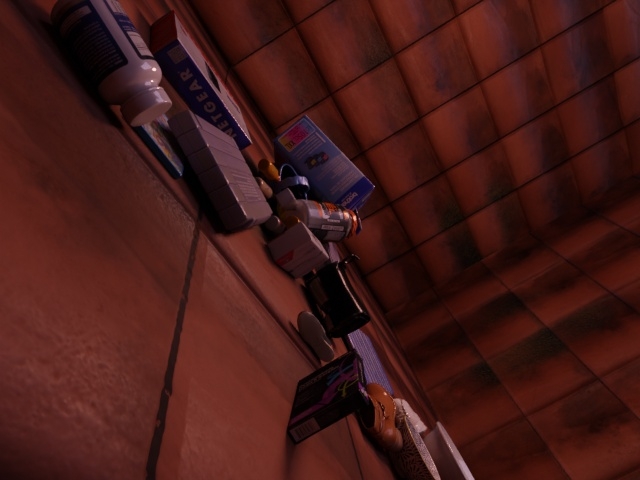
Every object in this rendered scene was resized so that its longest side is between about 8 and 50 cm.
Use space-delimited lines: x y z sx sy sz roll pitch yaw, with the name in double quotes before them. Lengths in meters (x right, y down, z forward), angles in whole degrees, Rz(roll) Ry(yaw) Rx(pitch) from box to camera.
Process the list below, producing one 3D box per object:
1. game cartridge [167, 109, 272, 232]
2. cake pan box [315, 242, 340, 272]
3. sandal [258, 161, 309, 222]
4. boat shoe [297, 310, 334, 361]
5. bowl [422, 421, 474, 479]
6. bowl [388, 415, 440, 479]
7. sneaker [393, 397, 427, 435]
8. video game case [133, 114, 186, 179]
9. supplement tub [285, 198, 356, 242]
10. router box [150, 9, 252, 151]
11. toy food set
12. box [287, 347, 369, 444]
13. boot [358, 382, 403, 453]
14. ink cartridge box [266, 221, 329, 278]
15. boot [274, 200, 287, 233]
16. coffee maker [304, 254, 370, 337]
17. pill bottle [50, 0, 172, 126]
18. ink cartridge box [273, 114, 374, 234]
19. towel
"game cartridge" -0.195 -0.133 0.926 0.355 0.068 0.230 -76 142 -85
"cake pan box" 0.033 0.098 1.418 0.246 0.070 0.266 -88 161 -76
"sandal" -0.111 -0.184 1.375 0.317 0.126 0.138 49 -39 46
"boat shoe" -0.012 0.202 0.930 0.137 0.049 0.043 60 2 -23
"bowl" 0.366 0.699 1.251 0.298 0.134 0.298 58 6 -9
"bowl" 0.221 0.537 1.078 0.170 0.080 0.170 59 6 -10
"sneaker" 0.261 0.562 1.365 0.115 0.090 0.232 54 -4 9
"video game case" -0.277 -0.185 0.756 0.119 0.015 0.166 56 6 -30
"supplement tub" 0.005 -0.054 1.252 0.190 0.117 0.117 3 46 -37
"router box" -0.338 -0.444 1.231 0.335 0.082 0.301 55 7 -43
"toy food set" -0.122 -0.101 1.199 0.232 0.111 0.104 59 5 20
"box" 0.013 0.228 0.655 0.029 0.116 0.162 58 5 -2
"boot" 0.130 0.401 1.047 0.152 0.073 0.197 50 7 -36
"ink cartridge box" -0.056 0.029 1.124 0.063 0.109 0.150 59 5 28
"boot" -0.099 -0.096 1.474 0.207 0.094 0.246 23 43 -87
"coffee maker" 0.061 0.155 1.197 0.120 0.171 0.178 10 40 -46
"pill bottle" -0.288 -0.253 0.612 0.169 0.094 0.094 59 5 -9
"ink cartridge box" 0.024 -0.197 1.477 0.395 0.151 0.270 45 -9 4
"towel" 0.149 0.399 1.455 0.336 0.040 0.243 47 15 -57
